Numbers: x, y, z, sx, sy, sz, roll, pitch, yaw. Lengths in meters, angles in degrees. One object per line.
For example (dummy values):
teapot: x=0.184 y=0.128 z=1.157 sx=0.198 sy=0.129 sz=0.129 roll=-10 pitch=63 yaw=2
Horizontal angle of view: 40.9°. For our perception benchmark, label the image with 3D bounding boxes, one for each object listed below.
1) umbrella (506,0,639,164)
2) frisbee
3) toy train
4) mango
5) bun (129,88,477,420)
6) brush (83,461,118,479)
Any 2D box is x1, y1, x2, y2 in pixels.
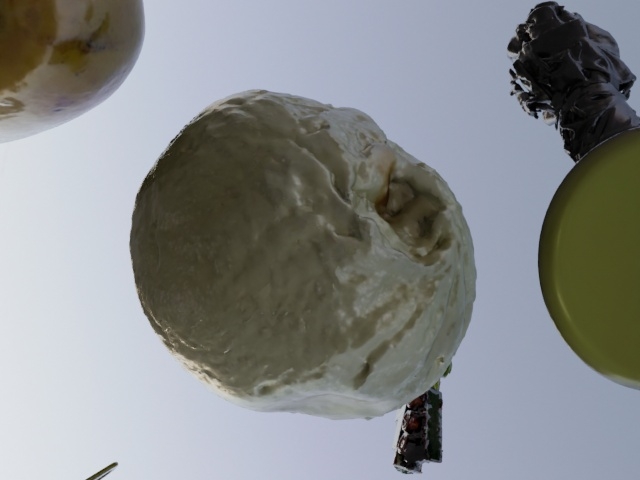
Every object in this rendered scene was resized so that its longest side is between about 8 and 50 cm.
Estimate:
umbrella: x=0.333 y=-0.143 z=1.035 sx=0.128 sy=0.154 sz=0.337 roll=-51 pitch=-129 yaw=40
frisbee: x=0.302 y=0.016 z=0.734 sx=0.017 sy=0.235 sz=0.236 roll=-159 pitch=-97 yaw=-84
toy train: x=0.131 y=0.181 z=1.096 sx=0.085 sy=0.053 sz=0.250 roll=123 pitch=-16 yaw=-52
mango: x=-0.384 y=-0.239 z=1.065 sx=0.445 sy=0.300 sz=0.232 roll=-10 pitch=-74 yaw=63
bun: x=0.000 y=0.000 z=0.846 sx=0.227 sy=0.348 sz=0.353 roll=-46 pitch=-110 yaw=42
brush: x=-0.219 y=0.205 z=0.626 sx=0.083 sy=0.205 sz=0.011 roll=-44 pitch=-103 yaw=27
